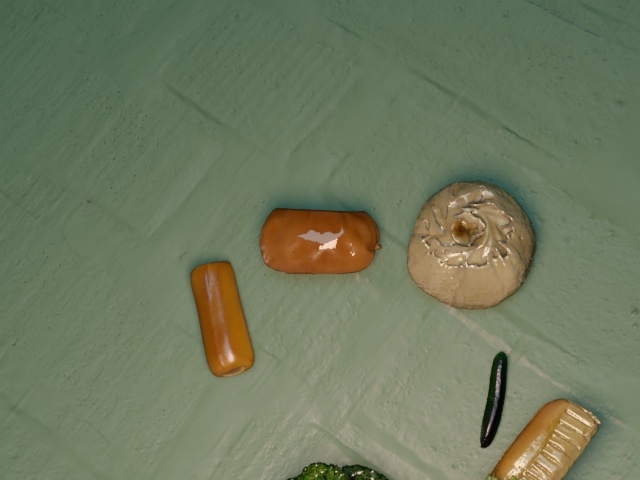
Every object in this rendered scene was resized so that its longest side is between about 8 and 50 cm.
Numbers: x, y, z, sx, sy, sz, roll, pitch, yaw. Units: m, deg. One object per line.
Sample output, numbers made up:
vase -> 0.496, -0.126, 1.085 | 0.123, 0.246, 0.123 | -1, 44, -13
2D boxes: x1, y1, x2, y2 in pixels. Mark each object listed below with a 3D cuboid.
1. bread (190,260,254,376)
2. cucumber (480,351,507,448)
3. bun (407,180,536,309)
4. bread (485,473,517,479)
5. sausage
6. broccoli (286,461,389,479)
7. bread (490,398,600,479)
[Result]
bread -> -0.200, 0.149, 1.851 | 0.092, 0.074, 0.239 | -18, 70, 6
cucumber -> 0.328, 0.300, 1.754 | 0.036, 0.033, 0.184 | 15, 75, -10
bun -> 0.294, 0.001, 1.798 | 0.259, 0.152, 0.259 | -3, 69, 8
bread -> 0.251, 0.597, 1.519 | 0.208, 0.251, 0.376 | -13, 92, 40
sausage -> 0.000, 0.000, 1.851 | 0.241, 0.120, 0.136 | -2, 86, 6
broccoli -> 0.014, 0.525, 1.578 | 0.297, 0.297, 0.297 | 0, 82, -1
bread -> 0.389, 0.387, 1.660 | 0.106, 0.140, 0.236 | 38, 78, 20
